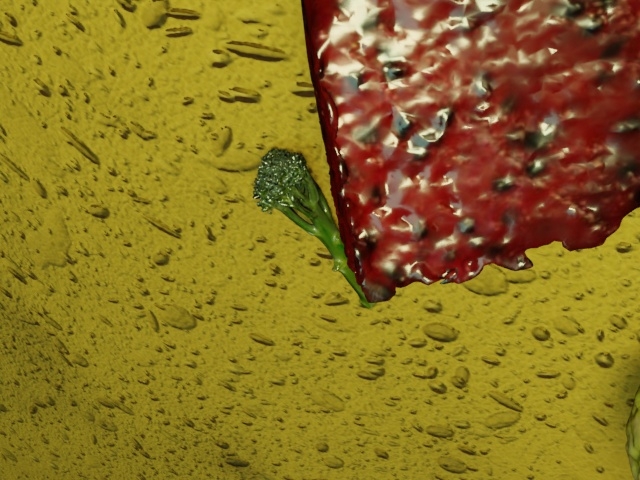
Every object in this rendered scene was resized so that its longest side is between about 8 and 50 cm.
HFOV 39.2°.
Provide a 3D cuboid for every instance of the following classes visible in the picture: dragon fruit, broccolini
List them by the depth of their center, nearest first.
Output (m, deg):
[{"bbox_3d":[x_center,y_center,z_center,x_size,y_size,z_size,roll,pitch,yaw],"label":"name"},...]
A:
[{"bbox_3d":[0.105,-0.166,0.631,0.286,0.228,0.329,-17,112,7],"label":"dragon fruit"},{"bbox_3d":[0.001,0.001,0.919,0.067,0.058,0.216,-7,129,34],"label":"broccolini"}]

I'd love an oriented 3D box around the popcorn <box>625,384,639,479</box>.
[{"bbox_3d":[0.377,0.175,0.750,0.259,0.212,0.259,16,145,11],"label":"popcorn"}]
